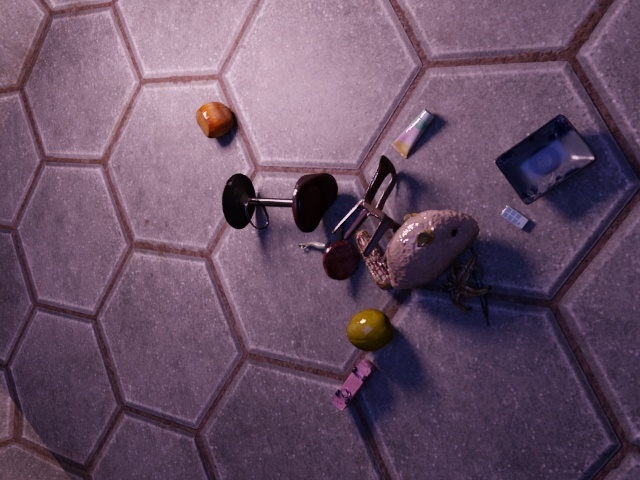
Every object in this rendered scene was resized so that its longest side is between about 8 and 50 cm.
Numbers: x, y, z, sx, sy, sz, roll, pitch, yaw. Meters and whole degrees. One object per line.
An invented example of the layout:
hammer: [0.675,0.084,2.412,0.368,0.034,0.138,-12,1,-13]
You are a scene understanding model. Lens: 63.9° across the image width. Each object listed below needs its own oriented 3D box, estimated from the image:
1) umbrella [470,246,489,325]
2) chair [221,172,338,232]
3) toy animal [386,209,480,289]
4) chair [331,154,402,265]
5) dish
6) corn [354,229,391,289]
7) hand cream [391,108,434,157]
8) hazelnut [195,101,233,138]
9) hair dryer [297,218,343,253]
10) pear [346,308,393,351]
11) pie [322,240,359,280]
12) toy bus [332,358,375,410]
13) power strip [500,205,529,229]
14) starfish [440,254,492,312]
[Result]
umbrella: [0.530,0.151,1.706,0.044,0.044,0.268,-12,93,1]
chair: [-0.147,-0.146,1.940,0.401,0.226,0.226,3,90,26]
toy animal: [0.333,0.026,1.695,0.358,0.227,0.188,-53,30,22]
chair: [0.208,-0.106,1.758,0.183,0.176,0.326,36,96,30]
dish: [0.695,-0.246,1.596,0.243,0.080,0.181,-36,74,20]
corn: [0.196,0.067,1.851,0.079,0.079,0.237,-33,72,23]
hand cream: [0.328,-0.379,1.808,0.076,0.047,0.174,48,118,18]
hazelnut: [-0.443,-0.507,2.158,0.150,0.150,0.150,0,89,27]
hair dryer: [0.014,-0.015,1.966,0.199,0.067,0.167,26,92,40]
pear: [0.174,0.316,1.816,0.162,0.149,0.148,-17,82,26]
pie: [0.073,0.074,1.887,0.036,0.155,0.154,31,107,65]
toy bus: [0.125,0.522,1.868,0.063,0.090,0.203,39,105,22]
power strip: [0.629,-0.074,1.662,0.090,0.016,0.040,40,106,22]
starfish: [0.477,0.139,1.678,0.146,0.074,0.189,43,127,35]
